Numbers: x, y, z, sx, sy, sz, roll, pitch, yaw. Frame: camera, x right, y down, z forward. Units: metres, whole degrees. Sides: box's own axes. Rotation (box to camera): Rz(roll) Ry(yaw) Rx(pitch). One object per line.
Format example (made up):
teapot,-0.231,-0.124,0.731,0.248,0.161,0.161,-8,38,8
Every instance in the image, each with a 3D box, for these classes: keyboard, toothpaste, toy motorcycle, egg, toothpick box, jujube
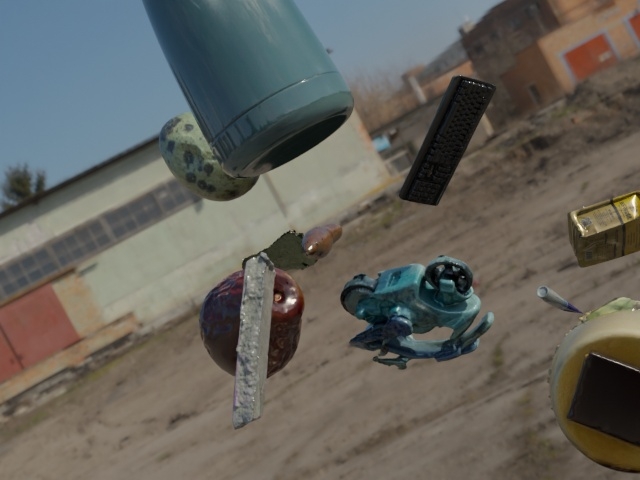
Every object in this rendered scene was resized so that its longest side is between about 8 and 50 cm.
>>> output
keyboard,0.209,-0.160,1.546,0.093,0.025,0.230,7,-62,-34
toothpaste,0.267,0.070,1.057,0.024,0.015,0.083,5,-16,43
toy motorcycle,0.170,0.125,1.638,0.260,0.206,0.154,-15,31,32
egg,-0.182,-0.143,1.545,0.141,0.181,0.141,-58,-9,-14
toothpick box,-0.064,-0.154,0.754,0.120,0.184,0.120,-29,-5,-3
jujube,-0.113,0.137,1.642,0.190,0.190,0.255,-30,-10,-36

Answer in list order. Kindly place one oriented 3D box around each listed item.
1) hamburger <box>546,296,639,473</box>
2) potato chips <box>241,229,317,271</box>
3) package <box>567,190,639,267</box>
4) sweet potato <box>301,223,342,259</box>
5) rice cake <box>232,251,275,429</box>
hamburger,0.531,0.249,1.590,0.302,0.302,0.170,-27,0,26
potato chips,-0.110,0.062,1.926,0.228,0.059,0.167,-28,-19,9
package,0.362,-0.019,1.122,0.131,0.047,0.071,-18,-42,1
sweet potato,-0.001,-0.001,1.718,0.057,0.057,0.264,-28,5,12
rice cake,-0.101,0.151,1.417,0.048,0.270,0.055,-5,-20,23
